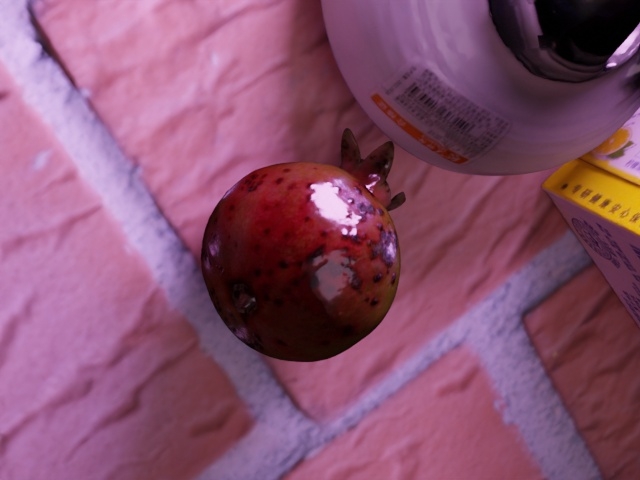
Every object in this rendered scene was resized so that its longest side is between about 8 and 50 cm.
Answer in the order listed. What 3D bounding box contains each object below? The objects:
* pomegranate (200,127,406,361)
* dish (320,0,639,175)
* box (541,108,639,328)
[{"bbox_3d":[0.003,0.001,1.017,0.159,0.129,0.129,-38,118,-13],"label":"pomegranate"},{"bbox_3d":[0.149,-0.169,1.013,0.273,0.134,0.273,-6,101,-30],"label":"dish"},{"bbox_3d":[0.287,0.039,1.143,0.097,0.168,0.265,-41,116,-7],"label":"box"}]
